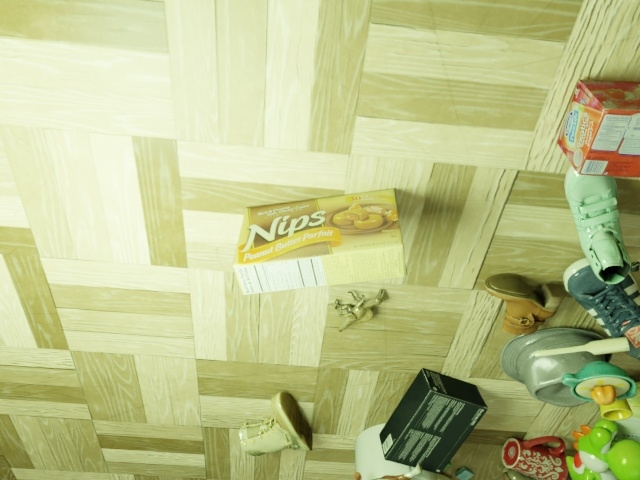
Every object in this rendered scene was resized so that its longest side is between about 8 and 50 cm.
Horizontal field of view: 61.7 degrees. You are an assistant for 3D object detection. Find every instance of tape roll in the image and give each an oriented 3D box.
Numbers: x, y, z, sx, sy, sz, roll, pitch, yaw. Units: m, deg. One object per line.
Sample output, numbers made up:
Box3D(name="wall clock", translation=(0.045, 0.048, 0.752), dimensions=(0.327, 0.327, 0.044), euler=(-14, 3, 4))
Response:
Box3D(name="tape roll", translation=(0.228, 0.696, 1.636), dimensions=(0.246, 0.169, 0.246), euler=(1, 130, 1))

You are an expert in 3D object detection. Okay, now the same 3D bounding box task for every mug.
Box3D(name="mug", translation=(0.664, 0.663, 1.661), dimensions=(0.169, 0.150, 0.113), euler=(20, 172, -10))

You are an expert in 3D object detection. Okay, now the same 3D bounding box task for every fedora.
Box3D(name="fedora", translation=(0.610, 0.337, 1.361), dimensions=(0.275, 0.124, 0.244), euler=(-2, 129, 3))

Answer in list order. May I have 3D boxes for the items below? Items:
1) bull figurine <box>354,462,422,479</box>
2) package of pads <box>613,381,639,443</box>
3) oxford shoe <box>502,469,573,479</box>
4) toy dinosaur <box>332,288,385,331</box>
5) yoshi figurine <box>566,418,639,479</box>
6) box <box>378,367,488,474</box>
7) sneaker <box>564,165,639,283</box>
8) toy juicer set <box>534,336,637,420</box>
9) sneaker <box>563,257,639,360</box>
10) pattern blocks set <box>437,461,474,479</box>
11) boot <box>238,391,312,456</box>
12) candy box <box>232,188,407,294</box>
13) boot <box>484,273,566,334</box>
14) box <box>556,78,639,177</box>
Box3D(name="bull figurine", translation=(0.223, 0.714, 1.476), dimensions=(0.188, 0.101, 0.310), euler=(-26, 123, 18))
Box3D(name="package of pads", translation=(0.933, 0.478, 1.442), dimensions=(0.296, 0.101, 0.229), euler=(-8, 130, 30))
Box3D(name="oxford shoe", translation=(0.770, 0.787, 1.761), dimensions=(0.348, 0.123, 0.130), euler=(16, 102, -10))
Box3D(name="toy dinosaur", translation=(0.077, 0.176, 1.284), dimensions=(0.092, 0.053, 0.183), euler=(31, 124, -24))
Box3D(name="yoshi figurine", translation=(0.810, 0.656, 1.481), dimensions=(0.203, 0.203, 0.362), euler=(-4, 123, 14))
Box3D(name="box", translation=(0.306, 0.502, 1.480), dimensions=(0.184, 0.103, 0.261), euler=(22, 111, -13))
Box3D(name="sneaker", translation=(0.552, -0.031, 1.041), dimensions=(0.094, 0.151, 0.256), euler=(-19, 126, 18))
Box3D(name="toy juicer set", translation=(0.657, 0.309, 1.182), dimensions=(0.329, 0.089, 0.209), euler=(34, 134, -27))
Box3D(name="sneaker", translation=(0.683, 0.170, 1.207), dimensions=(0.350, 0.148, 0.131), euler=(35, 122, -25))
Box3D(name="pattern blocks set", translation=(0.348, 0.851, 1.817), dimensions=(0.285, 0.026, 0.325), euler=(24, 115, -19))
Box3D(name="boot", translation=(-0.151, 0.545, 1.569), dimensions=(0.203, 0.095, 0.262), euler=(-12, 133, 12))
Box3D(name="candy box", translation=(0.000, 0.000, 1.055), dimensions=(0.316, 0.183, 0.087), euler=(-8, 128, 7))
Box3D(name="boot", translation=(0.454, 0.159, 1.254), dimensions=(0.197, 0.073, 0.152), euler=(11, 133, -5))
Box3D(name="box", translation=(0.568, -0.191, 0.926), dimensions=(0.257, 0.123, 0.128), euler=(2, 130, -1))
